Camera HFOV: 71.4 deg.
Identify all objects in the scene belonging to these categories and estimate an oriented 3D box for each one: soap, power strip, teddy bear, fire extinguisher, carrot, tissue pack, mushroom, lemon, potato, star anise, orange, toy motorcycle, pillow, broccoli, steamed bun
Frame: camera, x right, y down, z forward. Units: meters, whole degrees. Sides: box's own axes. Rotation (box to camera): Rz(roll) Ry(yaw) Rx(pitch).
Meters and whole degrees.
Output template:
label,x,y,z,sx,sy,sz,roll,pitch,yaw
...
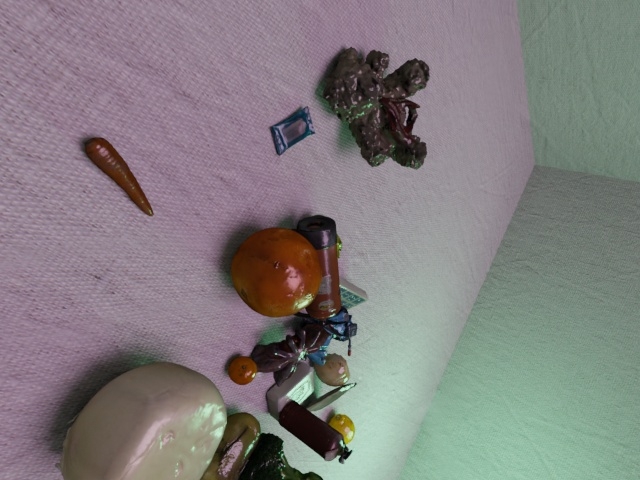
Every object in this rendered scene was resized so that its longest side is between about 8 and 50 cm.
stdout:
label,x,y,z,sx,sy,sz,roll,pitch,yaw
soap,-0.101,0.522,1.544,0.183,0.064,0.121,-33,133,-40
power strip,0.048,0.173,1.544,0.367,0.106,0.043,33,34,-54
teddy bear,0.165,-0.405,1.336,0.367,0.224,0.357,6,88,-52
fire extinguisher,-0.008,0.621,1.428,0.105,0.269,0.104,-31,133,-41
carrot,-0.384,-0.117,0.877,0.048,0.048,0.216,-53,146,-23
tissue pack,-0.076,-0.299,1.215,0.138,0.028,0.085,-40,132,-29
mushroom,0.042,0.472,1.642,0.112,0.148,0.148,-64,149,-42
lemon,0.089,0.796,1.887,0.114,0.114,0.155,-39,133,-36
potato,-0.271,0.613,1.287,0.248,0.143,0.169,-47,162,-36
star anise,-0.097,0.340,1.382,0.257,0.110,0.198,-39,143,-3
orange,-0.115,0.083,1.166,0.240,0.240,0.240,-28,127,-44
toy motorcycle,0.022,0.335,1.568,0.272,0.124,0.182,-4,97,-48
orange,-0.225,0.376,1.289,0.083,0.083,0.083,-28,127,-44
pillow,0.030,0.595,1.683,0.233,0.038,0.131,-41,151,28
fire extinguisher,-0.022,0.113,1.341,0.113,0.200,0.376,-29,122,-41
broccoli,-0.150,0.758,1.404,0.297,0.297,0.297,22,88,-19
steamed bun,-0.379,0.415,0.976,0.312,0.233,0.334,-58,152,-20

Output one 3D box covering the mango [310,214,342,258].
label,x,y,z,sx,sy,sz,roll,pitch,yaw
mango,-0.001,0.000,1.394,0.119,0.100,0.178,-30,123,-28
